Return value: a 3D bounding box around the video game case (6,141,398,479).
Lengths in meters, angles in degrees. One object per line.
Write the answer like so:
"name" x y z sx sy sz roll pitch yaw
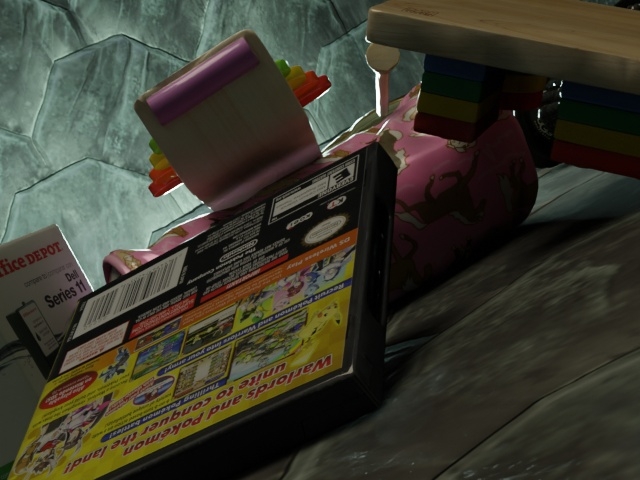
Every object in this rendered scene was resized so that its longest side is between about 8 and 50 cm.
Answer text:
"video game case" -0.076 0.068 0.825 0.274 0.035 0.248 -27 27 22

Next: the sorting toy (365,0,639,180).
"sorting toy" 0.187 -0.125 0.973 0.257 0.089 0.255 13 20 16

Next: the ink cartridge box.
"ink cartridge box" -0.237 0.104 1.057 0.086 0.208 0.153 -28 3 22

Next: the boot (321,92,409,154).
"boot" 0.097 -0.083 1.613 0.077 0.165 0.213 -23 -9 -43

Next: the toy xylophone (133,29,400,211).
"toy xylophone" -0.048 -0.107 1.145 0.236 0.081 0.323 -32 -6 -8

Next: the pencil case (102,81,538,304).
"pencil case" 0.000 0.000 1.092 0.386 0.160 0.167 -31 3 -21

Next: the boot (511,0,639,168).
"boot" 0.386 -0.222 1.453 0.348 0.131 0.260 -42 1 -26
